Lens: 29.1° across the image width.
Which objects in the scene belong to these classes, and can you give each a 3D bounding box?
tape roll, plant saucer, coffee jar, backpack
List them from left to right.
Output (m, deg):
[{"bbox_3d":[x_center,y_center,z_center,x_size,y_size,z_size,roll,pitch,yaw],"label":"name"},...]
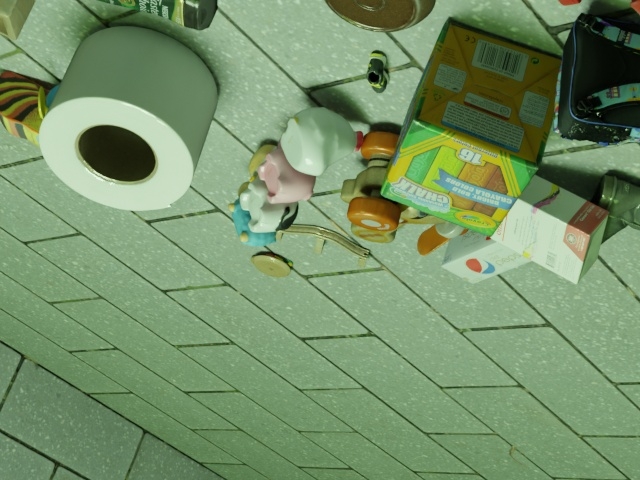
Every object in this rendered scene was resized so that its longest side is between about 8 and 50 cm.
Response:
[{"bbox_3d":[-0.296,-0.189,1.925,0.246,0.169,0.246,7,140,6],"label":"tape roll"},{"bbox_3d":[-0.232,-0.358,1.714,0.184,0.079,0.096,17,154,4],"label":"coffee jar"},{"bbox_3d":[0.068,-0.327,1.628,0.168,0.029,0.168,15,154,7],"label":"plant saucer"},{"bbox_3d":[0.389,-0.193,1.540,0.173,0.158,0.117,7,162,0],"label":"backpack"}]

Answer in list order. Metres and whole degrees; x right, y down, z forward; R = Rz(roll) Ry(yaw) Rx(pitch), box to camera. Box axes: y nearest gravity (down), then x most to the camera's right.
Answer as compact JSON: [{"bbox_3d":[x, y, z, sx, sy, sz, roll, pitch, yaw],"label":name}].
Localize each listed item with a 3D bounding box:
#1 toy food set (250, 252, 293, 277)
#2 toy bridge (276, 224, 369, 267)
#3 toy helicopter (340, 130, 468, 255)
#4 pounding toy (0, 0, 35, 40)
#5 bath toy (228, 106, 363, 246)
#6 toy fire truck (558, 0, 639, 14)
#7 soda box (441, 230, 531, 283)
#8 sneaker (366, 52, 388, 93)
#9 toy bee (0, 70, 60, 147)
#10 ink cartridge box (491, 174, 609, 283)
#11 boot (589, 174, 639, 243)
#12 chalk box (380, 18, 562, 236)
[{"bbox_3d":[-0.097,0.049,2.474,0.082,0.020,0.083,27,152,-16],"label":"toy food set"},{"bbox_3d":[0.000,0.000,2.307,0.188,0.026,0.063,18,151,3],"label":"toy bridge"},{"bbox_3d":[0.141,-0.050,2.047,0.234,0.140,0.355,14,166,-9],"label":"toy helicopter"},{"bbox_3d":[-0.512,-0.394,1.780,0.181,0.094,0.206,24,170,-5],"label":"pounding toy"},{"bbox_3d":[-0.040,-0.116,2.003,0.129,0.151,0.348,-9,162,-27],"label":"bath toy"},{"bbox_3d":[0.306,-0.320,1.424,0.192,0.047,0.135,36,163,-29],"label":"toy fire truck"},{"bbox_3d":[0.297,0.006,2.070,0.074,0.069,0.216,29,153,-20],"label":"soda box"},{"bbox_3d":[0.078,-0.236,1.787,0.031,0.035,0.083,13,153,15],"label":"sneaker"},{"bbox_3d":[-0.436,-0.185,2.096,0.298,0.162,0.195,6,149,25],"label":"toy bee"},{"bbox_3d":[0.331,-0.033,1.888,0.198,0.067,0.115,30,144,23],"label":"ink cartridge box"},{"bbox_3d":[0.514,-0.021,1.884,0.208,0.076,0.190,11,156,1],"label":"boot"},{"bbox_3d":[0.202,-0.136,1.733,0.180,0.179,0.289,19,154,1],"label":"chalk box"}]
